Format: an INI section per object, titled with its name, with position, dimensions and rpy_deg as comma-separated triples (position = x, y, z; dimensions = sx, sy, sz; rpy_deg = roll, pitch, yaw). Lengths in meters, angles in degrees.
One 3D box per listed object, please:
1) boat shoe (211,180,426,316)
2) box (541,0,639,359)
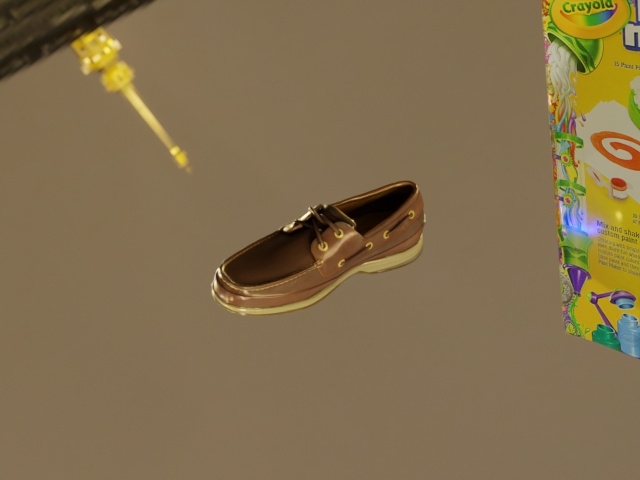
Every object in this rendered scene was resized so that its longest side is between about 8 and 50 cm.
[boat shoe]
position = 0.001, 0.000, 0.881
dimensions = 0.178, 0.060, 0.064
rpy_deg = -20, -134, -29
[box]
position = 0.311, -0.051, 0.770
dimensions = 0.177, 0.279, 0.290
rpy_deg = -33, -143, -33
